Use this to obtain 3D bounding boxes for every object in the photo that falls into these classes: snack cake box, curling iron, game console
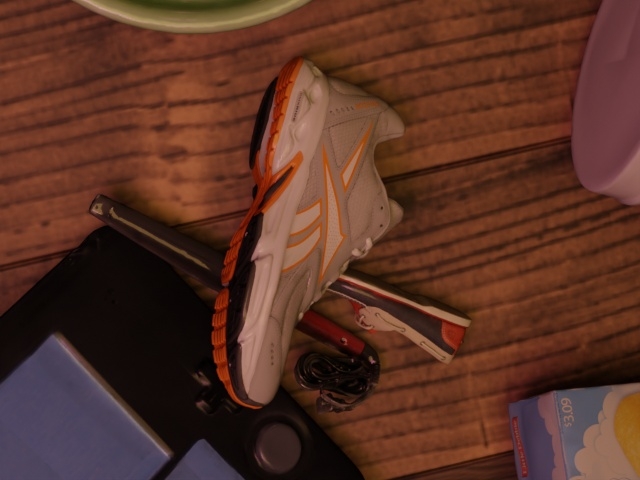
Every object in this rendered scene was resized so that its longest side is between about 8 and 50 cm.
[{"bbox_3d":[0.245,0.244,0.924,0.152,0.089,0.265,-3,76,-18],"label":"snack cake box"},{"bbox_3d":[-0.061,0.046,0.934,0.274,0.035,0.068,38,51,-15],"label":"curling iron"},{"bbox_3d":[-0.159,0.224,0.865,0.342,0.060,0.386,51,57,-12],"label":"game console"}]

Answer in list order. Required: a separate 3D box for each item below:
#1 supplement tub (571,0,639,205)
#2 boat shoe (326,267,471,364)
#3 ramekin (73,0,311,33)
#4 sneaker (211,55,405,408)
[{"bbox_3d":[0.368,-0.094,0.858,0.324,0.235,0.236,13,100,-7],"label":"supplement tub"},{"bbox_3d":[0.053,0.057,0.958,0.137,0.049,0.043,22,101,-13],"label":"boat shoe"},{"bbox_3d":[-0.088,-0.296,0.824,0.303,0.148,0.304,-1,101,-4],"label":"ramekin"},{"bbox_3d":[0.000,0.000,0.892,0.121,0.099,0.263,16,81,-16],"label":"sneaker"}]
